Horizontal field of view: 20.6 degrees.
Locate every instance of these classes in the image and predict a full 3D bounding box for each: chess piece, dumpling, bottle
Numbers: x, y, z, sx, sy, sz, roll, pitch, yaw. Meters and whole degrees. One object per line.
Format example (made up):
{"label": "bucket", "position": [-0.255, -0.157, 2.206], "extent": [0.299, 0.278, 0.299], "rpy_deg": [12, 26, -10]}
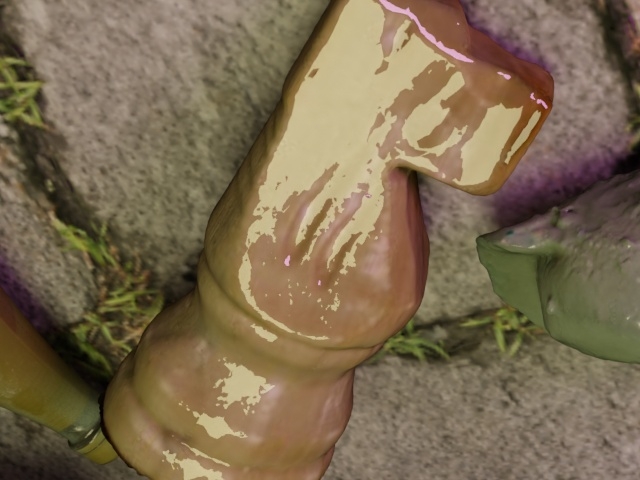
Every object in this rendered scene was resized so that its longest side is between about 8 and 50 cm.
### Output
{"label": "chess piece", "position": [0.000, 0.000, 0.914], "extent": [0.137, 0.137, 0.301], "rpy_deg": [24, 120, -8]}
{"label": "dumpling", "position": [0.189, 0.017, 0.897], "extent": [0.219, 0.152, 0.108], "rpy_deg": [14, 89, 20]}
{"label": "bottle", "position": [-0.216, 0.045, 1.010], "extent": [0.083, 0.083, 0.270], "rpy_deg": [-31, 122, 32]}
